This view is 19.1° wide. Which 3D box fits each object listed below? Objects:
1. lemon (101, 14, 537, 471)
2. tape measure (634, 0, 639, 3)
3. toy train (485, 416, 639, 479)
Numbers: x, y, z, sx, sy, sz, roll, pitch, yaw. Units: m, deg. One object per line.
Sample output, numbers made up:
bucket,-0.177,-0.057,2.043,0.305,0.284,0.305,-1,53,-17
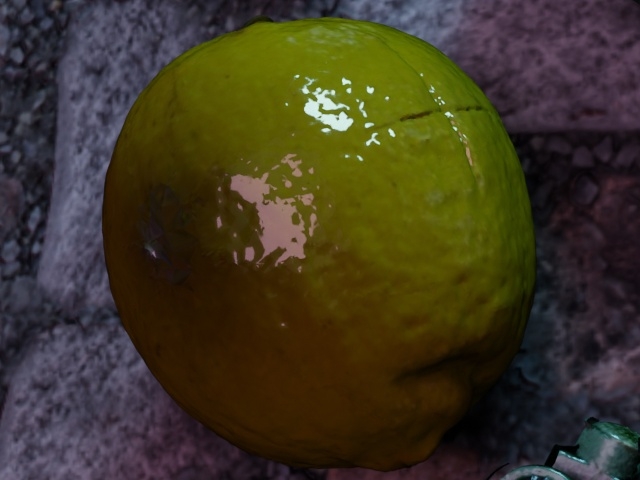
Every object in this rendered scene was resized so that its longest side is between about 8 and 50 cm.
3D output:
lemon,0.000,0.001,1.233,0.297,0.297,0.297,-6,76,26
tape measure,0.260,-0.274,1.232,0.275,0.147,0.256,42,98,32
toy train,0.150,0.268,1.180,0.189,0.126,0.307,27,92,29
